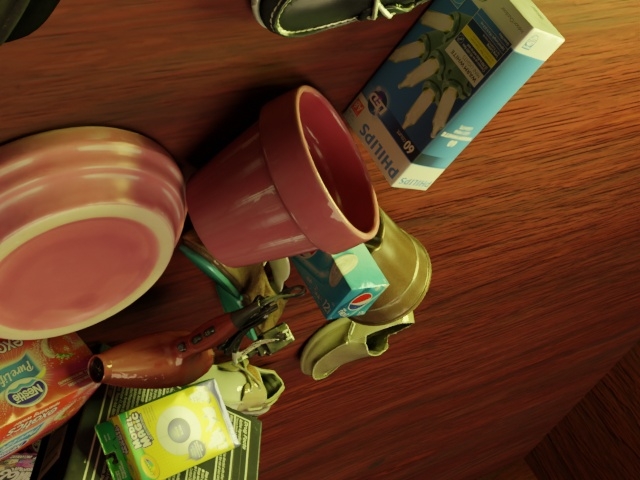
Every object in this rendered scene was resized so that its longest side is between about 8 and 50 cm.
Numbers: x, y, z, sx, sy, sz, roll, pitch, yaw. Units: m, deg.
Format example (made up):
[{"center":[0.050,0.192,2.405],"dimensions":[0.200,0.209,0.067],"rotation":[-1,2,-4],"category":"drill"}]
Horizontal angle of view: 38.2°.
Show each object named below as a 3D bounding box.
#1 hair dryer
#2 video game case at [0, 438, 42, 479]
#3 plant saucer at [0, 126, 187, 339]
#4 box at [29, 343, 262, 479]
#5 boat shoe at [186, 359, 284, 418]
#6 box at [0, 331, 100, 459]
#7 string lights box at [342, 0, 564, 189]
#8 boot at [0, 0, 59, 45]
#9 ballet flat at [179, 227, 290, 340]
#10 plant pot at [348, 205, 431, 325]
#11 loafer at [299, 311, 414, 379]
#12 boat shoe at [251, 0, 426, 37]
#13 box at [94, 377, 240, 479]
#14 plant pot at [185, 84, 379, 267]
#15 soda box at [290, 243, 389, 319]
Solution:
[{"center":[-0.167,0.126,1.234],"dimensions":[0.293,0.080,0.224],"rotation":[-21,157,-14],"category":"hair dryer"},{"center":[-0.525,0.395,1.532],"dimensions":[0.210,0.042,0.232],"rotation":[-39,152,17],"category":"video game case"},{"center":[-0.301,0.011,1.079],"dimensions":[0.332,0.084,0.332],"rotation":[-24,152,-14],"category":"plant saucer"},{"center":[-0.258,0.361,1.349],"dimensions":[0.294,0.296,0.183],"rotation":[30,122,-20],"category":"box"},{"center":[-0.153,0.253,1.607],"dimensions":[0.103,0.113,0.302],"rotation":[-36,163,7],"category":"boat shoe"},{"center":[-0.413,0.200,1.162],"dimensions":[0.128,0.123,0.257],"rotation":[-47,168,29],"category":"box"},{"center":[0.156,-0.198,1.132],"dimensions":[0.076,0.133,0.260],"rotation":[2,137,-47],"category":"string lights box"},{"center":[-0.128,-0.269,0.738],"dimensions":[0.260,0.131,0.348],"rotation":[7,134,-49],"category":"boot"},{"center":[-0.102,0.038,1.311],"dimensions":[0.124,0.116,0.342],"rotation":[-47,155,-12],"category":"ballet flat"},{"center":[0.063,0.022,1.392],"dimensions":[0.167,0.167,0.165],"rotation":[-34,144,6],"category":"plant pot"},{"center":[0.068,0.184,1.717],"dimensions":[0.268,0.092,0.102],"rotation":[-44,150,24],"category":"loafer"},{"center":[0.076,-0.284,0.955],"dimensions":[0.302,0.091,0.114],"rotation":[-30,152,-2],"category":"boat shoe"},{"center":[-0.207,0.264,1.249],"dimensions":[0.179,0.105,0.043],"rotation":[-18,172,-36],"category":"box"},{"center":[-0.052,-0.058,1.110],"dimensions":[0.180,0.201,0.201],"rotation":[-25,155,19],"category":"plant pot"},{"center":[0.000,0.000,1.219],"dimensions":[0.071,0.210,0.067],"rotation":[-4,142,-42],"category":"soda box"}]
